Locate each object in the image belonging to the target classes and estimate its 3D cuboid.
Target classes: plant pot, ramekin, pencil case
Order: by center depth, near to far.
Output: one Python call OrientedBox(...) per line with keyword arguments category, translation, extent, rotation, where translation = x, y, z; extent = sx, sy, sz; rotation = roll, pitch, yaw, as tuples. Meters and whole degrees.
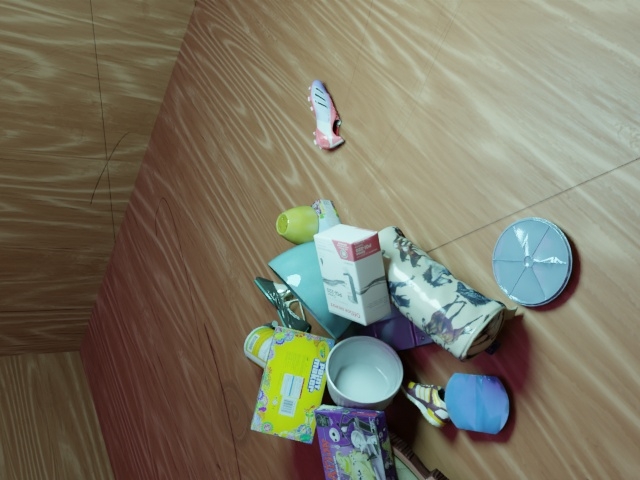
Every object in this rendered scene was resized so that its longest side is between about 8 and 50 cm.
OrientedBox(category="pencil case", translation=(0.267, 0.119, 1.516), extent=(0.410, 0.183, 0.160), rotation=(40, 140, 37))
OrientedBox(category="ramekin", translation=(0.114, 0.371, 1.655), extent=(0.207, 0.207, 0.109), rotation=(57, 155, 37))
OrientedBox(category="plant pot", translation=(0.019, 0.110, 1.737), extent=(0.195, 0.290, 0.290), rotation=(-42, 44, -7))
OrientedBox(category="plant pot", translation=(-0.084, -0.049, 1.957), extent=(0.134, 0.095, 0.134), rotation=(-8, 80, 51))

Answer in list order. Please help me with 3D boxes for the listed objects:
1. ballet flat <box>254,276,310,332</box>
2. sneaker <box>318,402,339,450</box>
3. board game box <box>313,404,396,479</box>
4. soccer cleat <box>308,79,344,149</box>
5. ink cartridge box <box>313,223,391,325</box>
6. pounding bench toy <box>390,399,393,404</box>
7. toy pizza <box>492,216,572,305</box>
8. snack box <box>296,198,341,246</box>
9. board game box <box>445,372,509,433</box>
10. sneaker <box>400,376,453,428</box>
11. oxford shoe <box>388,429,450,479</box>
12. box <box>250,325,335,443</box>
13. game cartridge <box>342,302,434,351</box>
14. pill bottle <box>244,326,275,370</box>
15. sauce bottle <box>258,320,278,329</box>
OrientedBox(category="ballet flat", translation=(-0.122, 0.217, 2.110), extent=(0.280, 0.096, 0.095), rotation=(54, 172, 27))
OrientedBox(category="sneaker", translation=(0.064, 0.572, 1.841), extent=(0.079, 0.121, 0.217), rotation=(45, 142, 51))
OrientedBox(category="board game box", translation=(0.099, 0.600, 1.568), extent=(0.208, 0.056, 0.346), rotation=(-8, 94, 46))
OrientedBox(category="soccer cleat", translation=(0.021, -0.411, 1.991), extent=(0.095, 0.083, 0.248), rotation=(-12, 71, 21))
OrientedBox(category="ink cartridge box", translation=(0.079, 0.083, 1.521), extent=(0.158, 0.092, 0.218), rotation=(13, 121, 54))
OrientedBox(category="pounding bench toy", translation=(0.168, 0.420, 1.743), extent=(0.052, 0.065, 0.083), rotation=(13, 98, 52))
OrientedBox(category="toy pizza", translation=(0.481, 0.048, 1.397), extent=(0.201, 0.032, 0.201), rotation=(-6, 82, 51))
OrientedBox(category="snack box", translation=(0.000, 0.000, 1.982), extent=(0.174, 0.070, 0.207), rotation=(-47, 54, 39))
OrientedBox(category="board game box", translation=(0.383, 0.391, 1.488), extent=(0.169, 0.033, 0.133), rotation=(-5, 82, 42))
OrientedBox(category="sneaker", translation=(0.283, 0.404, 1.608), extent=(0.084, 0.069, 0.185), rotation=(-53, 41, 6))
OrientedBox(category="oxford shoe", translation=(0.195, 0.590, 1.565), extent=(0.348, 0.123, 0.130), rotation=(37, 95, 27))
OrientedBox(category="box", translation=(-0.075, 0.413, 1.814), extent=(0.279, 0.177, 0.290), rotation=(95, -172, -82))
OrientedBox(category="game cartridge", translation=(0.179, 0.209, 1.752), extent=(0.355, 0.068, 0.230), rotation=(-27, 71, 48))
OrientedBox(category="pill bottle", translation=(-0.142, 0.392, 2.083), extent=(0.246, 0.136, 0.136), rotation=(19, 103, 51))
OrientedBox(category="sauce bottle", translation=(-0.198, 0.324, 2.235), extent=(0.128, 0.042, 0.042), rotation=(-40, 58, 45))
